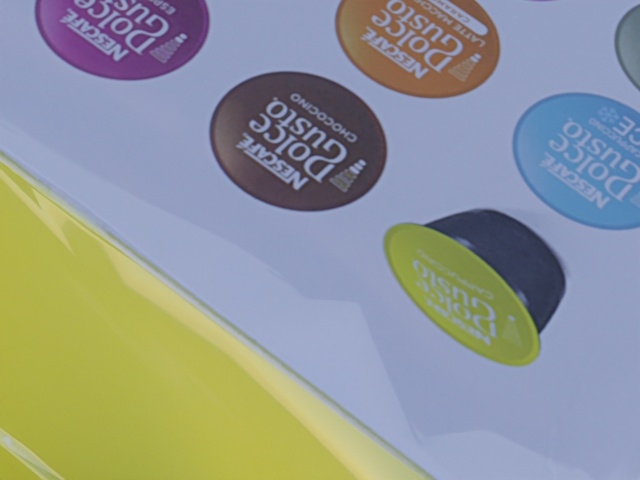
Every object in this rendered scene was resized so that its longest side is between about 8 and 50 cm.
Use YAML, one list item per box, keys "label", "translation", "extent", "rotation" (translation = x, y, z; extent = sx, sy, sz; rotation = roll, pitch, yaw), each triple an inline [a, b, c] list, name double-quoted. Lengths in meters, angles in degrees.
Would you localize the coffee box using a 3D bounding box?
- label: "coffee box"
  translation: [0.000, 0.000, 0.708]
  extent: [0.338, 0.334, 0.338]
  rotation: [36, 144, 15]
